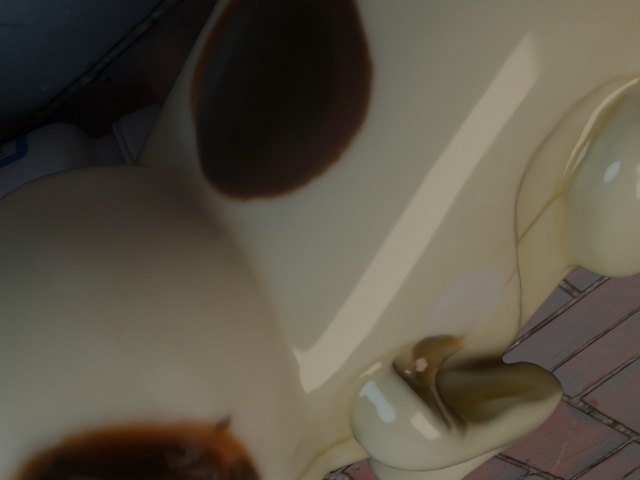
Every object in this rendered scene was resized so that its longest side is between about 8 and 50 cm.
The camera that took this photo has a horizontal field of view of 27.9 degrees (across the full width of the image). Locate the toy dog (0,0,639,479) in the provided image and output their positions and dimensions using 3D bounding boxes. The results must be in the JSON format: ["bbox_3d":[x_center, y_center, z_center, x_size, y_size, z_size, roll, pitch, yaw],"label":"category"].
[{"bbox_3d":[0.000,0.000,0.626,0.408,0.284,0.395,-41,155,-6],"label":"toy dog"}]

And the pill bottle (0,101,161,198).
[{"bbox_3d":[-0.180,0.003,0.796,0.221,0.124,0.124,-25,147,-3],"label":"pill bottle"}]
